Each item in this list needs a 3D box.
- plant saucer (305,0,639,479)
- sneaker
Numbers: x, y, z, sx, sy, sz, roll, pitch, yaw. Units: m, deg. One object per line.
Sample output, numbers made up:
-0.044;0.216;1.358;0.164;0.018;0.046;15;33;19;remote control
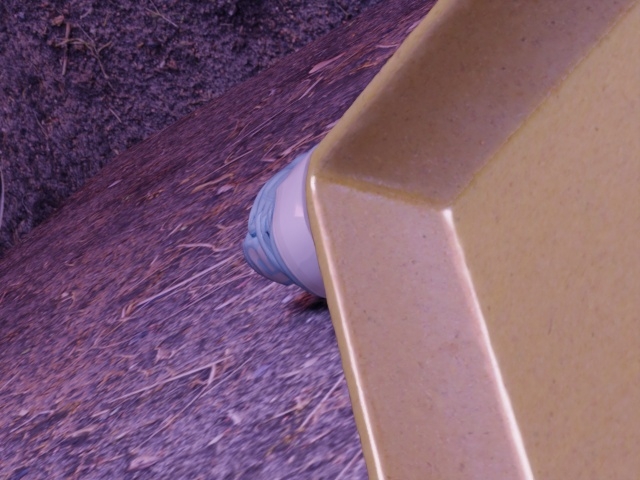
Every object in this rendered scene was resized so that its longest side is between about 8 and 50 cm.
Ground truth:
0.136;-0.008;0.689;0.333;0.081;0.333;-50;38;35;plant saucer
0.000;0.000;1.357;0.150;0.135;0.366;-40;2;16;sneaker
